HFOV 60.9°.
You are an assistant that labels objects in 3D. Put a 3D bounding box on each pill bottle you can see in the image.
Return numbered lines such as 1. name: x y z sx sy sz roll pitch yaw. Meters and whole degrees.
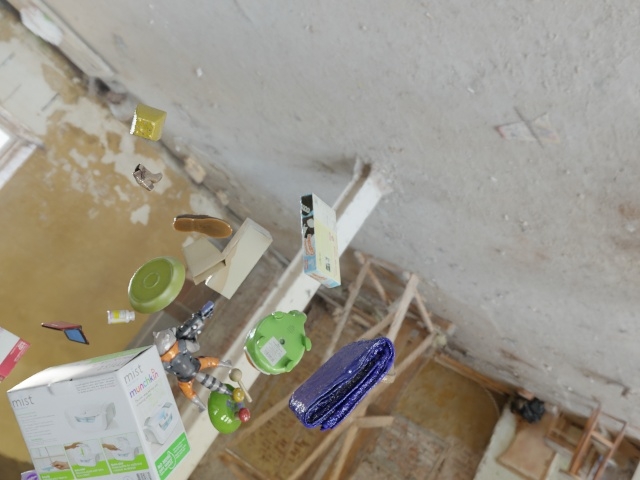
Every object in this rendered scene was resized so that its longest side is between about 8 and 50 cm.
1. pill bottle: -0.673 0.257 1.837 0.083 0.043 0.043 0 178 -21

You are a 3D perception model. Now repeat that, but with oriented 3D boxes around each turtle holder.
1. turtle holder: -0.193 0.405 2.283 0.243 0.320 0.227 26 149 -24

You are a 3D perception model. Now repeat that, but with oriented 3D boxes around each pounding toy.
1. pounding toy: -0.308 0.599 2.030 0.110 0.237 0.182 -19 107 26

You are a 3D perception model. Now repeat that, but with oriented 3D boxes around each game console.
1. game console: -0.989 0.364 2.111 0.144 0.085 0.124 2 -179 33

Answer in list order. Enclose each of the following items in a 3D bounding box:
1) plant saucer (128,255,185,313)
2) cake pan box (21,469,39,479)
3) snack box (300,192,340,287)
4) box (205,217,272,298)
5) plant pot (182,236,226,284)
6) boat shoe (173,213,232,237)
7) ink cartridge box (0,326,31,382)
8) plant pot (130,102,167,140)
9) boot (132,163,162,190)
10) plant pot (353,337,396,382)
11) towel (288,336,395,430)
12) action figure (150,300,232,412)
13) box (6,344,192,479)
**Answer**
1. plant saucer: -0.611 0.153 1.997 0.241 0.241 0.037 25 161 35
2. cake pan box: -0.619 0.674 1.370 0.070 0.267 0.245 88 165 -47
3. snack box: 0.000 0.000 2.061 0.060 0.321 0.187 -17 151 25
4. box: -0.341 0.072 2.273 0.121 0.311 0.148 35 -175 -17
5. plant pot: -0.350 0.054 1.607 0.096 0.109 0.109 56 165 8
6. boat shoe: -0.417 -0.061 1.948 0.207 0.073 0.073 11 -158 -8
7. ink cartridge box: -1.030 0.342 1.690 0.176 0.127 0.128 39 137 -20
8. plant pot: -0.469 -0.313 1.472 0.081 0.081 0.083 16 -158 -14
9. boot: -0.591 -0.226 1.859 0.042 0.118 0.087 -22 121 23
10. plant pot: 0.192 0.451 2.110 0.238 0.109 0.237 21 180 0
11. towel: 0.041 0.302 1.145 0.076 0.228 0.308 50 166 3
12. action figure: -0.419 0.382 1.825 0.179 0.341 0.330 21 159 50
13. box: -0.415 0.343 1.025 0.127 0.262 0.231 -35 -72 -71
